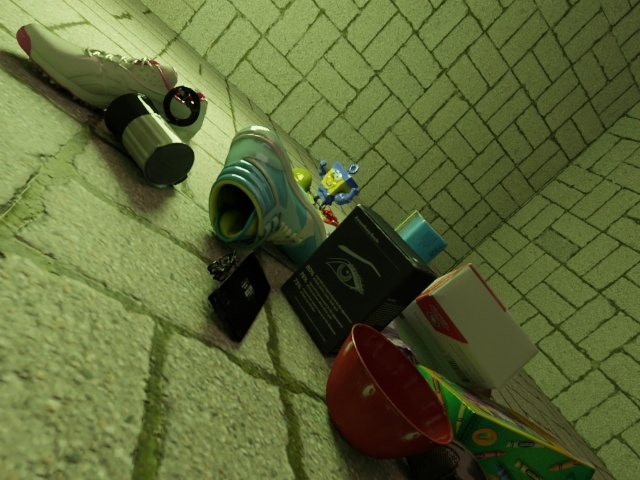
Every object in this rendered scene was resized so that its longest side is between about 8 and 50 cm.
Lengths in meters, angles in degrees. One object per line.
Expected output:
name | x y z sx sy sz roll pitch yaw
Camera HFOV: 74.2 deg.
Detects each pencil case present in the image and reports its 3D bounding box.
pencil case | 0.120 0.182 0.819 0.086 0.088 0.206 55 10 -21

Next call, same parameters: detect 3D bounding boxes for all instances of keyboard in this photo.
keyboard | -0.120 0.065 0.591 0.192 0.038 0.100 -70 137 -77

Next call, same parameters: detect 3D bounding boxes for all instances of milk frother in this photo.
milk frother | -0.242 -0.177 0.686 0.134 0.143 0.129 48 6 21

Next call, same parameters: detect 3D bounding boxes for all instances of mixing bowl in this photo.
mixing bowl | 0.073 0.210 0.555 0.181 0.098 0.181 43 12 -11

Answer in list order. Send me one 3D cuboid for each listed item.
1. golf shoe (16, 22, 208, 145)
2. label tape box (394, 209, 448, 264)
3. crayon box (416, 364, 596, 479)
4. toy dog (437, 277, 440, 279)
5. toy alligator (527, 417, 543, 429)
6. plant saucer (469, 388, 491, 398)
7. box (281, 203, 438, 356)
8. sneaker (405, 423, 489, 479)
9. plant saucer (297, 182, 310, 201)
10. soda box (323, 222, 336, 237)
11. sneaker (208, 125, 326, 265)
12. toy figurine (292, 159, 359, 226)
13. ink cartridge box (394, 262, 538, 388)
golf shoe | -0.335 -0.276 0.728 0.306 0.140 0.115 31 20 -43
label tape box | 0.278 0.031 1.427 0.115 0.249 0.348 45 13 0
crayon box | 0.287 0.323 0.708 0.279 0.081 0.165 29 -1 -18
toy dog | 0.465 0.159 1.811 0.333 0.161 0.220 46 13 7
toy alligator | 0.638 0.585 1.273 0.190 0.056 0.051 17 72 -67
plant saucer | 0.322 0.283 1.097 0.311 0.050 0.310 31 19 -12
box | 0.062 0.070 0.712 0.108 0.207 0.153 23 25 -55
sneaker | 0.173 0.332 0.511 0.227 0.087 0.130 59 11 30
plant saucer | -0.136 -0.188 1.293 0.318 0.044 0.317 43 13 -13
soda box | 0.000 0.000 1.062 0.074 0.069 0.216 49 12 18
sneaker | -0.096 -0.021 0.769 0.319 0.127 0.208 60 31 -34
toy figurine | 0.053 -0.192 1.500 0.191 0.217 0.362 33 18 -44
ink cartridge box | 0.258 0.184 0.855 0.197 0.114 0.273 55 -20 9
